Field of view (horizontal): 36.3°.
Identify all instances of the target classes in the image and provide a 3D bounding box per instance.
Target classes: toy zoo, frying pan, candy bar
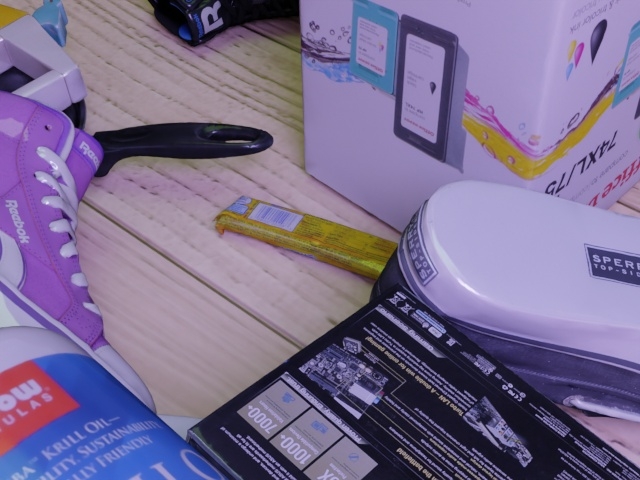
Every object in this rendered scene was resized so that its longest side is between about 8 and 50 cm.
[{"bbox_3d":[-0.312,-0.106,0.732,0.192,0.030,0.293,31,56,33],"label":"toy zoo"},{"bbox_3d":[-0.211,-0.086,0.750,0.326,0.053,0.197,-11,44,-8],"label":"frying pan"},{"bbox_3d":[0.000,0.000,0.674,0.161,0.018,0.040,17,43,21],"label":"candy bar"}]

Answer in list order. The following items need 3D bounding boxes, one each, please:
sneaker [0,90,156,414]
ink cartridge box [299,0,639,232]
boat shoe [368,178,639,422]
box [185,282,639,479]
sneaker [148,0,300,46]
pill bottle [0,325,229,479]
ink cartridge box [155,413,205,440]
[{"bbox_3d":[-0.167,0.000,0.592,0.282,0.102,0.161,40,55,16],"label":"sneaker"},{"bbox_3d":[0.119,-0.150,0.644,0.197,0.270,0.198,33,54,30],"label":"ink cartridge box"},{"bbox_3d":[0.174,0.056,0.546,0.301,0.102,0.108,13,53,-15],"label":"boat shoe"},{"bbox_3d":[0.049,0.125,0.427,0.180,0.077,0.147,37,43,21],"label":"box"},{"bbox_3d":[-0.059,-0.212,0.868,0.217,0.079,0.121,12,48,27],"label":"sneaker"},{"bbox_3d":[-0.102,0.109,0.355,0.221,0.124,0.124,36,55,20],"label":"pill bottle"},{"bbox_3d":[-0.025,0.226,0.416,0.385,0.091,0.308,9,41,-12],"label":"ink cartridge box"}]
